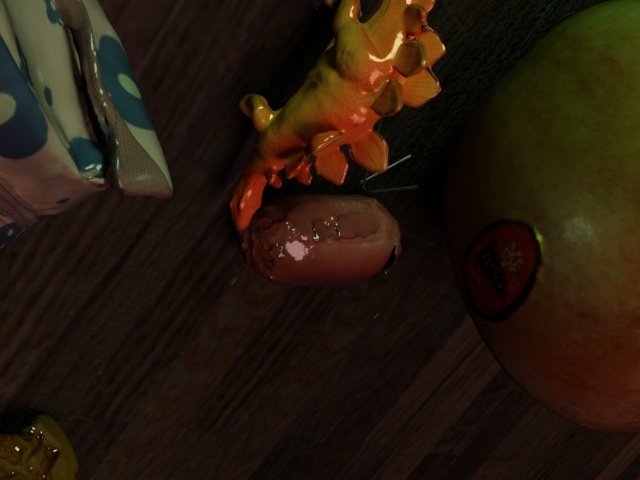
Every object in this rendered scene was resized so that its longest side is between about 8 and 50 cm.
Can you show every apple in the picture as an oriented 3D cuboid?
[{"bbox_3d":[0.254,-0.030,0.813,0.338,0.305,0.338,-18,145,-13],"label":"apple"}]

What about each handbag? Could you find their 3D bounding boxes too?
[{"bbox_3d":[-0.189,-0.093,0.476,0.190,0.193,0.251,-32,140,-2],"label":"handbag"}]

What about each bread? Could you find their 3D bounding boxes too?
[{"bbox_3d":[-0.251,0.194,0.770,0.086,0.125,0.156,-38,150,28],"label":"bread"}]

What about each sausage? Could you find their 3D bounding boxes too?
[{"bbox_3d":[0.000,0.000,0.813,0.141,0.076,0.076,3,126,-37],"label":"sausage"}]

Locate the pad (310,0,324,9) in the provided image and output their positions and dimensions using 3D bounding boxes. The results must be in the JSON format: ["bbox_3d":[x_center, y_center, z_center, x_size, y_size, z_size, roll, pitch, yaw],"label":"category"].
[{"bbox_3d":[0.063,-0.290,0.552,0.300,0.005,0.202,-49,145,-19],"label":"pad"}]

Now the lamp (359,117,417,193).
[{"bbox_3d":[0.054,-0.091,0.800,0.054,0.041,0.121,-17,134,-14],"label":"lamp"}]

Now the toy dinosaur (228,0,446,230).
[{"bbox_3d":[0.024,-0.108,0.691,0.070,0.117,0.288,15,120,-45],"label":"toy dinosaur"}]
